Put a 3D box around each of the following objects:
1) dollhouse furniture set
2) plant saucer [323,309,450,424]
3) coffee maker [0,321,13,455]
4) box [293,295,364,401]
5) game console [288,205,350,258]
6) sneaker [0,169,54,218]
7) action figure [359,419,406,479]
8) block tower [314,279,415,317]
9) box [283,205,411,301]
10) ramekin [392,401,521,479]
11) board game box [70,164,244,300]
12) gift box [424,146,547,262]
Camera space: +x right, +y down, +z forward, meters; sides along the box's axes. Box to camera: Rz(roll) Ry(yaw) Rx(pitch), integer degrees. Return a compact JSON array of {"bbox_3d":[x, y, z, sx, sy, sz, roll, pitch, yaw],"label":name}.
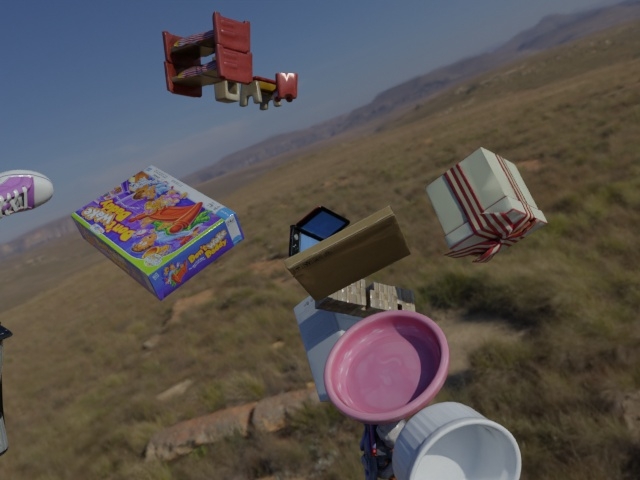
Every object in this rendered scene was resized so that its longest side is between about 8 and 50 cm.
[{"bbox_3d":[-0.200,-0.446,1.689,0.201,0.152,0.374,-3,0,36],"label":"dollhouse furniture set"},{"bbox_3d":[0.173,0.330,1.679,0.332,0.084,0.332,-18,39,15],"label":"plant saucer"},{"bbox_3d":[-0.495,0.200,0.912,0.120,0.178,0.171,0,11,-27],"label":"coffee maker"},{"bbox_3d":[0.078,0.348,2.192,0.215,0.345,0.168,17,-45,-44],"label":"box"},{"bbox_3d":[0.000,0.000,1.535,0.085,0.124,0.144,-7,-18,32],"label":"game console"},{"bbox_3d":[-0.706,-0.067,1.424,0.282,0.102,0.161,-15,39,-35],"label":"sneaker"},{"bbox_3d":[0.197,0.527,1.839,0.178,0.342,0.330,-6,-26,5],"label":"action figure"},{"bbox_3d":[0.132,0.182,2.043,0.335,0.097,0.091,15,-34,-25],"label":"block tower"},{"bbox_3d":[0.053,0.029,1.150,0.201,0.021,0.164,-28,-31,4],"label":"box"},{"bbox_3d":[0.296,0.503,1.483,0.277,0.277,0.135,-23,19,-13],"label":"ramekin"},{"bbox_3d":[-0.372,-0.031,1.486,0.233,0.078,0.347,-39,46,-26],"label":"board game box"},{"bbox_3d":[0.472,-0.087,1.937,0.276,0.258,0.255,7,-37,-43],"label":"gift box"}]
